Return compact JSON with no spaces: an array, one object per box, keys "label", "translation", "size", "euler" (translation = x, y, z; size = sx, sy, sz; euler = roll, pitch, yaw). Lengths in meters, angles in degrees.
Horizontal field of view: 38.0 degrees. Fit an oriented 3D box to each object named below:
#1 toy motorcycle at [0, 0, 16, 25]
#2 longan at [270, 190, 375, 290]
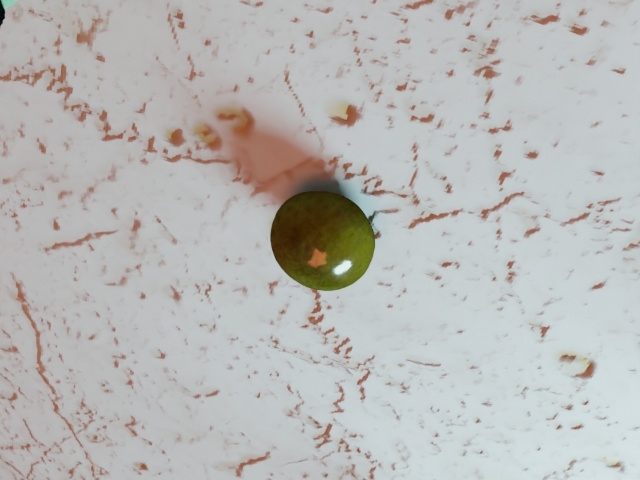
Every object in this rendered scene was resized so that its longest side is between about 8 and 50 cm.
[{"label":"toy motorcycle","translation":[-0.234,-0.216,0.509],"size":[0.331,0.125,0.196],"euler":[3,131,23]},{"label":"longan","translation":[0.000,0.000,0.651],"size":[0.075,0.075,0.083],"euler":[38,173,-14]}]
